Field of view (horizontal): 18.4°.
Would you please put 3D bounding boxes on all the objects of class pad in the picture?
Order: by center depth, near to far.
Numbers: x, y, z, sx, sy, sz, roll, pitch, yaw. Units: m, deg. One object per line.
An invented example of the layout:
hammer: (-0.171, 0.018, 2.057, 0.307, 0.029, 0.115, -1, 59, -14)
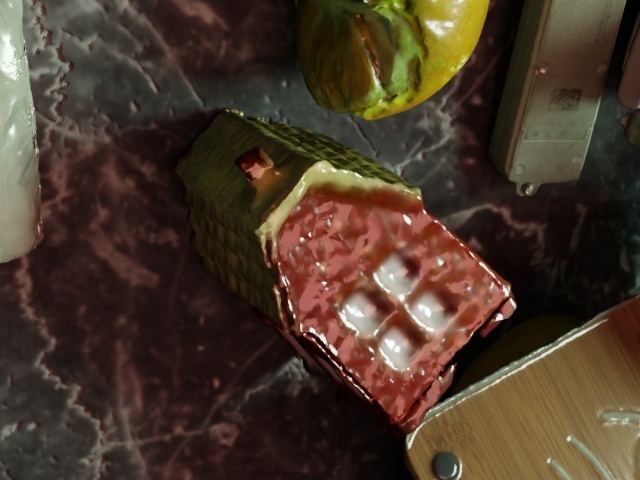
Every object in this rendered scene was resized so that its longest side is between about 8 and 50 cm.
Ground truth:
pad: (0.236, 0.215, 1.595, 0.284, 0.018, 0.286, -27, 88, -23)

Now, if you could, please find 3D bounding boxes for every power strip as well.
power strip: (0.203, -0.166, 1.647, 0.078, 0.052, 0.272, -2, 121, -22)

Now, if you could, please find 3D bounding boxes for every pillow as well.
pillow: (-0.272, -0.084, 1.468, 0.128, 0.051, 0.229, -16, 116, -29)

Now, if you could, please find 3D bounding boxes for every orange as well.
orange: (0.049, -0.211, 1.496, 0.158, 0.179, 0.237, -20, 123, -7)

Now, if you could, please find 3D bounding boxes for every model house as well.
model house: (0.000, 0.000, 1.553, 0.160, 0.196, 0.254, -45, 120, -5)

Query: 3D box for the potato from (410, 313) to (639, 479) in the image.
potato: (0.277, 0.242, 1.719, 0.397, 0.290, 0.296, 21, 96, -2)

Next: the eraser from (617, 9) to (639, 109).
eraser: (0.329, -0.229, 1.685, 0.204, 0.059, 0.243, -3, 111, -56)

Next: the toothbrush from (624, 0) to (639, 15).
toothbrush: (0.139, -0.271, 1.611, 0.364, 0.041, 0.041, 24, 97, -32)

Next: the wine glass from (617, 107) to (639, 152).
wine glass: (0.399, 0.002, 1.596, 0.238, 0.238, 0.323, -38, 116, -9)
